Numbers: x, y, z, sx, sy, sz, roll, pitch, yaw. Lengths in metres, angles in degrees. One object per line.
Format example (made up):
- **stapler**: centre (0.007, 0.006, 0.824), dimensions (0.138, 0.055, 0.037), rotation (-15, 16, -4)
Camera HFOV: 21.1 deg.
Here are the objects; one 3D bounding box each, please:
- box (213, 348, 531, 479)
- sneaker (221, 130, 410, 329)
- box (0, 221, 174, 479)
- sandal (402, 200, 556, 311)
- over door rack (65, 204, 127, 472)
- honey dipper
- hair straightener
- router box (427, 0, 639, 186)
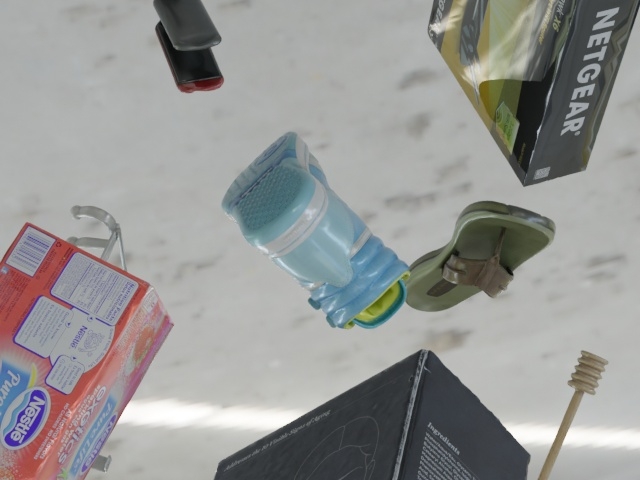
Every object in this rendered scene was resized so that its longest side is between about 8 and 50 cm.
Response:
- **box**: centre (0.041, 0.498, 2.678), dimensions (0.480, 0.472, 0.297), rotation (-32, 115, 31)
- **sneaker**: centre (0.000, 0.000, 1.964), dimensions (0.127, 0.208, 0.319), rotation (-43, -163, 9)
- **box**: centre (-0.288, 0.157, 1.689), dimensions (0.154, 0.300, 0.142), rotation (25, 165, 14)
- **sandal**: centre (0.200, 0.038, 2.162), dimensions (0.120, 0.086, 0.303), rotation (16, 148, -17)
- **over door rack**: centre (-0.313, 0.128, 2.208), dimensions (0.108, 0.239, 0.324), rotation (14, 155, 17)
- **honey dipper**: centre (0.239, 0.186, 1.677), dimensions (0.030, 0.161, 0.030), rotation (22, 177, 1)
- **hair straightener**: centre (-0.121, -0.222, 1.436), dimensions (0.047, 0.230, 0.089), rotation (-7, 132, -8)
- **router box**: centre (0.214, -0.246, 1.747), dimensions (0.081, 0.243, 0.309), rotation (-15, 144, -18)
